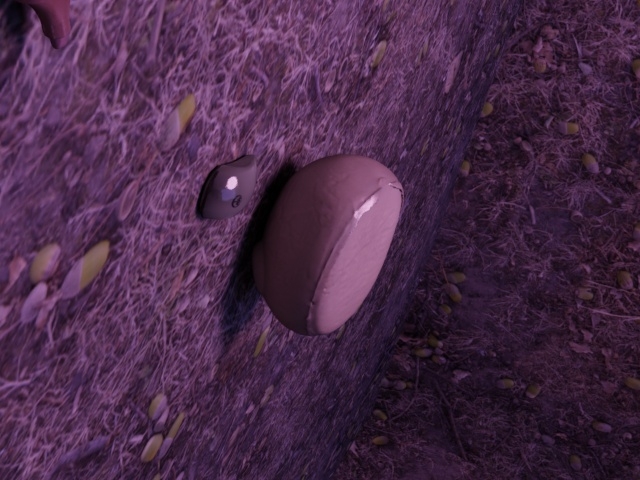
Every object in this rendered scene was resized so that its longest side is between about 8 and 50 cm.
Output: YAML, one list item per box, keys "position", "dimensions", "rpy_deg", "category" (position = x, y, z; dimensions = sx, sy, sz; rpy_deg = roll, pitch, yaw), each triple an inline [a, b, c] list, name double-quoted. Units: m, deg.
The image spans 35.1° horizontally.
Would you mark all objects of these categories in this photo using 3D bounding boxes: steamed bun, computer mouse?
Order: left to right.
- position: [-0.079, -0.051, 0.987]
  dimensions: [0.110, 0.032, 0.056]
  rpy_deg: [-40, 153, -63]
  category: "computer mouse"
- position: [0.000, 0.000, 1.186]
  dimensions: [0.177, 0.130, 0.228]
  rpy_deg: [-31, 146, -52]
  category: "steamed bun"

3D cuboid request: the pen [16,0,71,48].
- position: [-0.143, -0.171, 0.499]
  dimensions: [0.053, 0.032, 0.197]
  rpy_deg: [-57, 163, -36]
  category: "pen"
